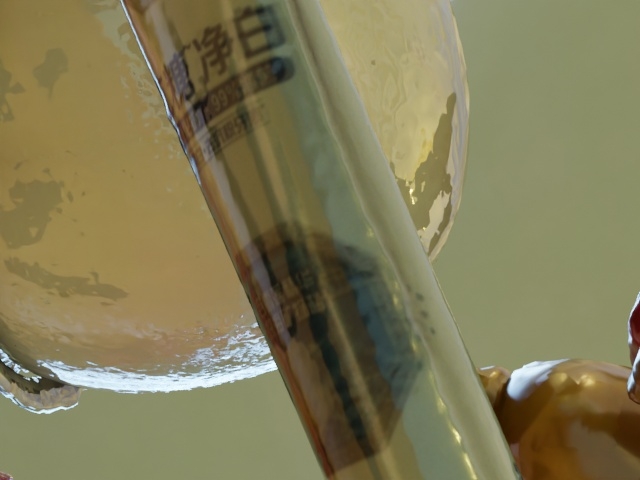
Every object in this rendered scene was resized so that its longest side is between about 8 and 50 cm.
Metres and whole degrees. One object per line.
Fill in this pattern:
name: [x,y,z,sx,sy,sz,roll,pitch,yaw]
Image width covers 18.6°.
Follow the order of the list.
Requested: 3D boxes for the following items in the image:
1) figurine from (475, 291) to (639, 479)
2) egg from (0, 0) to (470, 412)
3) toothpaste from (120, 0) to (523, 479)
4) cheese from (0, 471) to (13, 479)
figurine: [0.220,0.117,0.697,0.387,0.268,0.401,7,-97,28]
egg: [-0.026,-0.074,0.748,0.264,0.174,0.286,83,14,-54]
toothpaste: [0.000,0.000,0.436,0.062,0.039,0.239,-33,-104,46]
cheese: [-0.258,0.183,1.259,0.095,0.145,0.038,33,31,-45]
